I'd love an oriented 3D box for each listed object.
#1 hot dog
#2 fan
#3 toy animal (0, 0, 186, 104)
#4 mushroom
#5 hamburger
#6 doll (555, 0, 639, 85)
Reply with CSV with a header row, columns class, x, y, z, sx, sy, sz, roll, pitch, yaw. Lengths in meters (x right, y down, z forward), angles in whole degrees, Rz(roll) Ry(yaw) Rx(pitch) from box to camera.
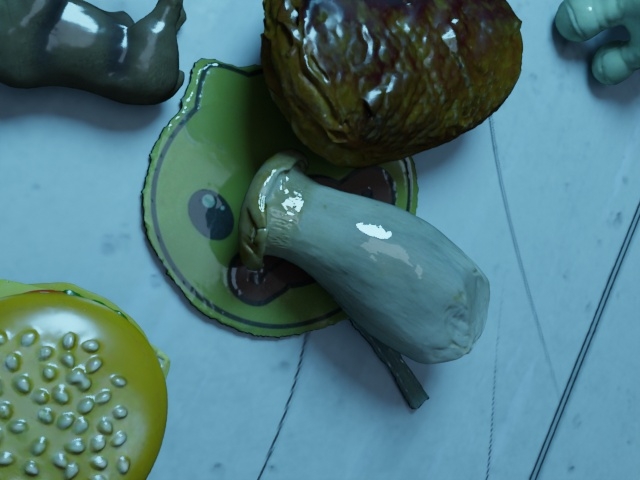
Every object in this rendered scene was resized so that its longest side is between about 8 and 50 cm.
class,x,y,z,sx,sy,sz,roll,pitch,yaw
hot dog,0.053,-0.142,0.511,0.226,0.099,0.161,-10,87,-28
fan,0.000,0.000,0.540,0.229,0.011,0.335,-38,104,-20
toy animal,-0.186,-0.127,0.419,0.214,0.093,0.186,14,92,-31
mushroom,0.036,0.016,0.502,0.212,0.088,0.097,27,109,-14
hamburger,-0.169,0.101,0.408,0.162,0.115,0.162,1,87,-24
doll,0.354,-0.256,0.643,0.275,0.113,0.155,-41,102,-18
